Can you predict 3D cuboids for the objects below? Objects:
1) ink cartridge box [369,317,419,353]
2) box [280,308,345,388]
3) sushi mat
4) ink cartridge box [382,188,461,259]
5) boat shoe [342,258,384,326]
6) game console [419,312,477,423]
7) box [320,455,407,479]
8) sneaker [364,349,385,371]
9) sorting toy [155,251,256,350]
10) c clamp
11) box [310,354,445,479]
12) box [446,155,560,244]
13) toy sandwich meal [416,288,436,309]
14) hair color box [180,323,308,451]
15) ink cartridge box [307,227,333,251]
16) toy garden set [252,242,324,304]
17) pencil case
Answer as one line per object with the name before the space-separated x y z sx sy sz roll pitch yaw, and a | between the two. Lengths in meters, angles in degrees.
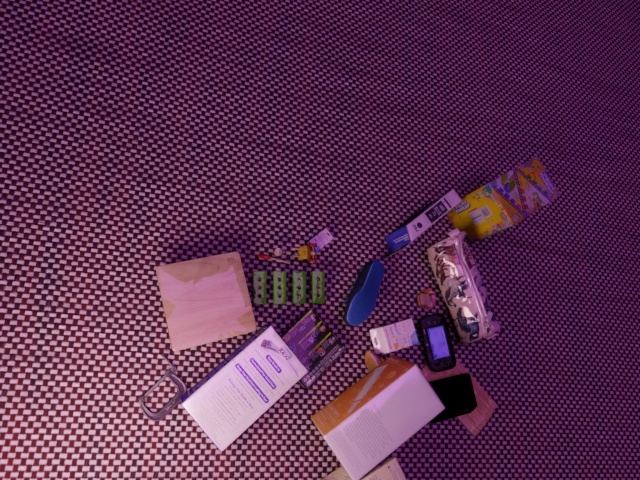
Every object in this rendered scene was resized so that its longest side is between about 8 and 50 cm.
ink cartridge box | 0.249 0.334 1.786 0.143 0.090 0.092 -12 81 -24
box | -0.041 0.354 1.697 0.190 0.045 0.184 -42 91 -24
sushi mat | 0.498 0.539 1.865 0.151 0.019 0.317 -42 93 -24
ink cartridge box | 0.357 -0.061 1.893 0.332 0.165 0.065 -37 91 -26
boat shoe | 0.147 0.188 1.793 0.109 0.089 0.258 45 59 -19
game console | 0.421 0.445 1.828 0.213 0.044 0.362 -8 79 -21
box | 0.112 0.756 1.552 0.242 0.213 0.118 -23 84 -25
sneaker | 0.225 0.439 1.768 0.084 0.069 0.186 -39 98 -34
sorting toy | -0.356 0.187 1.596 0.256 0.089 0.256 -11 80 -23
c clamp | -0.473 0.441 1.523 0.137 0.022 0.161 44 64 -11
box | 0.170 0.534 1.594 0.345 0.215 0.168 -34 93 -13
box | 0.685 -0.145 1.973 0.279 0.290 0.177 -27 86 -25
toy sandwich meal | 0.394 0.215 1.907 0.085 0.029 0.086 5 74 -19
hair color box | -0.227 0.431 1.545 0.338 0.110 0.185 -39 96 -16
ink cartridge box | 0.000 0.000 1.815 0.083 0.028 0.048 -39 93 -24
toy garden set | -0.109 0.110 1.729 0.244 0.049 0.204 2 83 -19
pencil case | 0.524 0.168 1.887 0.159 0.183 0.411 -15 81 -23
